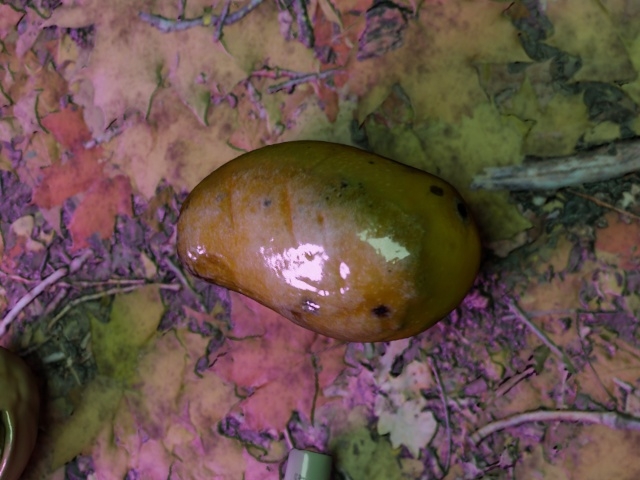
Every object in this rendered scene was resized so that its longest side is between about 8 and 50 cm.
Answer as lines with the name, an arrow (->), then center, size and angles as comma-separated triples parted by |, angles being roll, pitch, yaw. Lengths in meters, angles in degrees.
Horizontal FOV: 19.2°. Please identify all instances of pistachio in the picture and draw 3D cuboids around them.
pistachio -> -0.369, 0.211, 1.996 | 0.152, 0.126, 0.223 | 36, 111, 54

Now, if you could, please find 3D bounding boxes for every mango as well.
mango -> 0.005, -0.007, 1.822 | 0.329, 0.175, 0.176 | 19, 75, 40

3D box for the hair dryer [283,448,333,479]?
hair dryer -> -0.084, 0.293, 1.904 | 0.267, 0.092, 0.229 | 26, 94, 30
